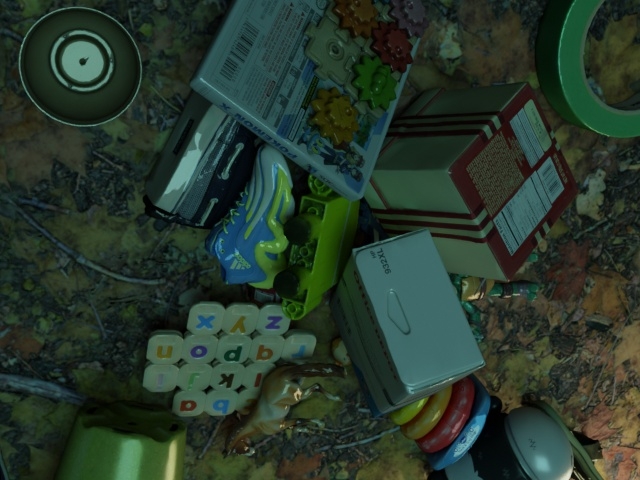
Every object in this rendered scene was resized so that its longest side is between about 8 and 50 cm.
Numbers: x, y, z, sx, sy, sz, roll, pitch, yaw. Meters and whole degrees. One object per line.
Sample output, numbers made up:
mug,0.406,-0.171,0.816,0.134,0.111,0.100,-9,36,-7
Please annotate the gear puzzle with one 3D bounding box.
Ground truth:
gear puzzle,0.065,-0.287,1.134,0.175,0.044,0.338,38,60,-24

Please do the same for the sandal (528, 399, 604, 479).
sandal,0.540,0.432,1.591,0.086,0.120,0.302,-43,115,-15

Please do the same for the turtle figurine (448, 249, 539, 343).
turtle figurine,0.292,0.084,1.395,0.234,0.118,0.175,-17,128,-27

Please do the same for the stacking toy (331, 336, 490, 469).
stacking toy,0.148,0.267,1.412,0.302,0.166,0.175,35,97,-9

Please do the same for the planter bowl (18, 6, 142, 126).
planter bowl,-0.341,-0.252,1.094,0.162,0.109,0.162,-5,109,-15

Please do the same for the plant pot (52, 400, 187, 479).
plant pot,-0.333,0.410,1.256,0.276,0.276,0.253,11,93,-20

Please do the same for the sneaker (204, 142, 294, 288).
sneaker,-0.110,-0.027,1.151,0.126,0.091,0.240,-9,117,-20

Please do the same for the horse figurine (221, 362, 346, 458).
horse figurine,-0.055,0.287,1.349,0.175,0.066,0.263,9,129,-28

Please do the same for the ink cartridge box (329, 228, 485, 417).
ink cartridge box,0.124,0.143,1.223,0.129,0.307,0.223,-18,74,-11

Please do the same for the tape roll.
tape roll,0.540,-0.345,1.347,0.322,0.077,0.321,-5,110,-14

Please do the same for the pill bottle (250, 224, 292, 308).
pill bottle,-0.068,0.043,1.289,0.086,0.086,0.151,4,107,-18

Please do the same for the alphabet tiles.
alphabet tiles,-0.155,0.204,1.307,0.284,0.021,0.277,2,128,-18

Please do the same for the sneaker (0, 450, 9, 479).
sneaker,-0.565,0.340,1.217,0.107,0.124,0.283,-16,111,-12

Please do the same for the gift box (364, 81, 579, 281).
gift box,0.237,-0.101,1.244,0.276,0.258,0.255,-42,117,-27

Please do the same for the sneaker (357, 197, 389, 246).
sneaker,0.083,-0.047,1.322,0.059,0.053,0.144,-23,112,-6

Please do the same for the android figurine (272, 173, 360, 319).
android figurine,0.000,0.000,1.215,0.056,0.273,0.248,16,107,15

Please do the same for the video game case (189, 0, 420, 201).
video game case,-0.005,-0.270,1.131,0.300,0.036,0.328,34,61,-26

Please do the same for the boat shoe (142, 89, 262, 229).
boat shoe,-0.132,-0.164,1.194,0.158,0.127,0.340,25,103,-34

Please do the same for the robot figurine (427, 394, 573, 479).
robot figurine,0.349,0.436,1.479,0.278,0.173,0.209,-35,108,21
